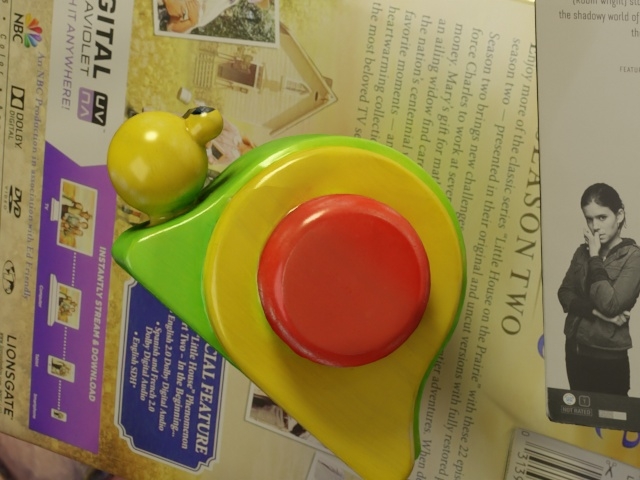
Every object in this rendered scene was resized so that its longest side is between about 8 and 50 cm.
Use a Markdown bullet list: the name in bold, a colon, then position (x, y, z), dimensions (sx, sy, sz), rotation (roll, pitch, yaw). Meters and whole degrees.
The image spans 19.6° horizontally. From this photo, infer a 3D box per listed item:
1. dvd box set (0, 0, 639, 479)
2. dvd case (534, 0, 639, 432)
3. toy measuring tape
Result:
- **dvd box set**: position (0.000, 0.000, 0.871), dimensions (0.420, 0.062, 0.307), rotation (17, 117, 21)
- **dvd case**: position (0.172, -0.031, 0.717), dimensions (0.179, 0.029, 0.238), rotation (5, 110, 25)
- **toy measuring tape**: position (0.047, 0.053, 0.783), dimensions (0.330, 0.121, 0.121), rotation (43, 133, -13)
